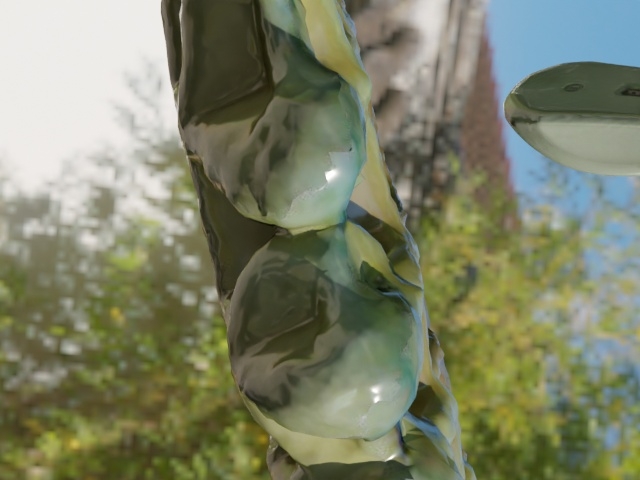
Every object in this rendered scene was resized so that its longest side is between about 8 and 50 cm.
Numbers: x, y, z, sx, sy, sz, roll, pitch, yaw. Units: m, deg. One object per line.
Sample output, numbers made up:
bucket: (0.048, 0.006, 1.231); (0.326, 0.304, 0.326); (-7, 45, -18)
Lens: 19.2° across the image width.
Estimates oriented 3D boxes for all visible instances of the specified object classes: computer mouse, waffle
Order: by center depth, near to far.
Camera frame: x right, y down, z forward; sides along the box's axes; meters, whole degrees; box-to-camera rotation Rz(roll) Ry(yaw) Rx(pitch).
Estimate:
waffle: (0.000, 0.000, 0.574); (0.292, 0.056, 0.309); (70, 6, -64)
computer mouse: (0.121, -0.040, 0.691); (0.056, 0.110, 0.032); (-42, 130, -46)
